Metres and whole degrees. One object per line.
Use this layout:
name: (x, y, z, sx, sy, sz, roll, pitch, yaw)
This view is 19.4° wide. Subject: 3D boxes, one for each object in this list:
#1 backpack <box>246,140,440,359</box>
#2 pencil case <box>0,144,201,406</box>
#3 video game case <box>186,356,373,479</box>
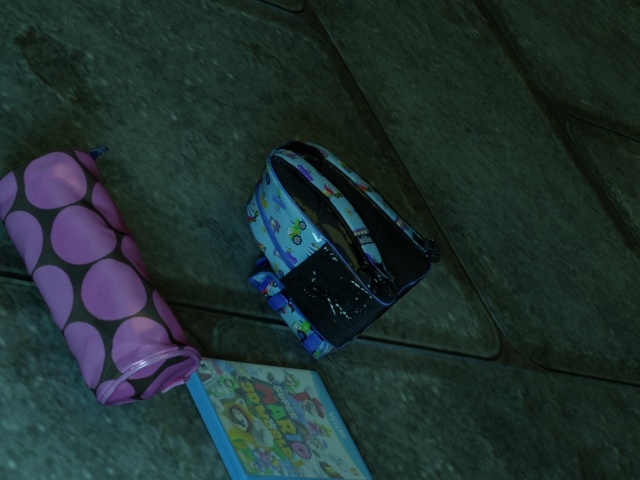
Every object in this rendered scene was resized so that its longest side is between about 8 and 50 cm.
backpack: (0.000, 0.000, 1.671, 0.173, 0.117, 0.158, 48, 25, 3)
pencil case: (-0.165, 0.029, 1.415, 0.209, 0.095, 0.098, 62, 9, 25)
video game case: (-0.034, 0.150, 1.518, 0.166, 0.015, 0.119, 12, 41, -51)
